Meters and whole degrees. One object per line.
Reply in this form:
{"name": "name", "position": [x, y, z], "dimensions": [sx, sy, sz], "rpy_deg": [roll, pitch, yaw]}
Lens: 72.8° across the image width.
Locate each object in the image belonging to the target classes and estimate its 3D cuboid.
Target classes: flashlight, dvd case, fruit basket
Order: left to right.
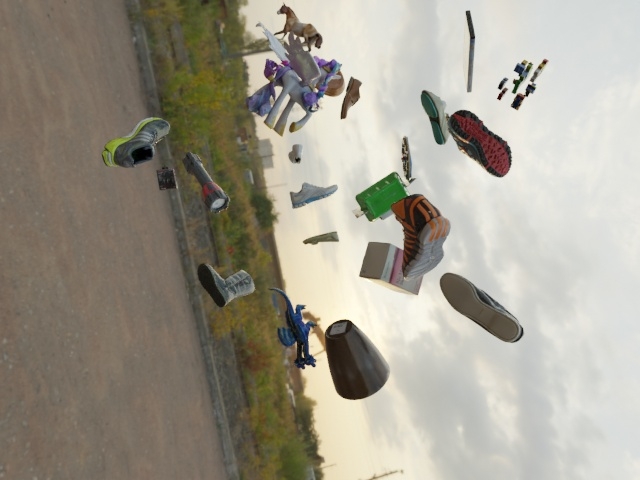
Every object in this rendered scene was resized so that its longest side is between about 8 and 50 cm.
{"name": "flashlight", "position": [-0.506, -0.252, 1.895], "dimensions": [0.304, 0.103, 0.103], "rpy_deg": [51, 18, 29]}
{"name": "fruit basket", "position": [0.303, -0.205, 2.106], "dimensions": [0.165, 0.327, 0.353], "rpy_deg": [57, 4, -2]}
{"name": "dvd case", "position": [0.591, -0.749, 1.730], "dimensions": [0.253, 0.022, 0.180], "rpy_deg": [66, 24, -54]}

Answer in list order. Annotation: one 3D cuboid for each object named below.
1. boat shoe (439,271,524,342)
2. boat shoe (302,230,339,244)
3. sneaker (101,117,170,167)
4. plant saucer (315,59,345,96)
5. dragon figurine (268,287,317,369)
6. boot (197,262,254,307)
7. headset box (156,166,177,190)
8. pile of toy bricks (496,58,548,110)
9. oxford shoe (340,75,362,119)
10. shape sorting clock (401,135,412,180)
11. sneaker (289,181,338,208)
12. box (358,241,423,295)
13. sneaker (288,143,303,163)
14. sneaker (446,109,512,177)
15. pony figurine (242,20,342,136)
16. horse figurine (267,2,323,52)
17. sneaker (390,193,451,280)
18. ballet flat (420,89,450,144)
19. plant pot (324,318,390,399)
{"name": "boat shoe", "position": [0.557, 0.236, 1.517], "dimensions": [0.095, 0.112, 0.335], "rpy_deg": [21, 17, -49]}
{"name": "boat shoe", "position": [0.001, 0.000, 1.795], "dimensions": [0.056, 0.152, 0.048], "rpy_deg": [-51, 127, -82]}
{"name": "sneaker", "position": [-0.640, -0.346, 1.583], "dimensions": [0.111, 0.121, 0.300], "rpy_deg": [97, 19, -47]}
{"name": "plant saucer", "position": [0.035, -0.767, 2.033], "dimensions": [0.037, 0.199, 0.200], "rpy_deg": [-34, -115, 54]}
{"name": "dragon figurine", "position": [-0.083, 0.285, 1.395], "dimensions": [0.144, 0.085, 0.289], "rpy_deg": [-74, 144, -57]}
{"name": "boot", "position": [-0.348, 0.144, 1.633], "dimensions": [0.190, 0.076, 0.208], "rpy_deg": [63, 30, -4]}
{"name": "headset box", "position": [-0.568, -0.230, 1.607], "dimensions": [0.032, 0.062, 0.083], "rpy_deg": [-167, -111, -81]}
{"name": "pile of toy bricks", "position": [0.710, -0.567, 1.518], "dimensions": [0.118, 0.105, 0.212], "rpy_deg": [37, -15, 16]}
{"name": "oxford shoe", "position": [0.140, -0.640, 1.968], "dimensions": [0.076, 0.076, 0.212], "rpy_deg": [149, -40, -80]}
{"name": "shape sorting clock", "position": [0.393, -0.380, 2.004], "dimensions": [0.206, 0.040, 0.206], "rpy_deg": [-7, 90, -82]}
{"name": "sneaker", "position": [-0.028, -0.186, 1.629], "dimensions": [0.071, 0.190, 0.083], "rpy_deg": [-132, -158, -79]}
{"name": "box", "position": [0.288, 0.112, 1.715], "dimensions": [0.126, 0.232, 0.149], "rpy_deg": [3, -107, 53]}
{"name": "sneaker", "position": [-0.101, -0.335, 1.754], "dimensions": [0.152, 0.053, 0.061], "rpy_deg": [132, -42, -76]}
{"name": "sneaker", "position": [0.506, -0.310, 1.392], "dimensions": [0.262, 0.104, 0.125], "rpy_deg": [48, 3, -6]}
{"name": "pony figurine", "position": [-0.110, -0.587, 1.592], "dimensions": [0.351, 0.363, 0.303], "rpy_deg": [30, 14, -50]}
{"name": "horse figurine", "position": [-0.089, -0.845, 1.769], "dimensions": [0.174, 0.263, 0.066], "rpy_deg": [-57, 168, -18]}
{"name": "sneaker", "position": [0.289, -0.021, 1.320], "dimensions": [0.321, 0.124, 0.180], "rpy_deg": [97, -30, -52]}
{"name": "ballet flat", "position": [0.445, -0.476, 1.638], "dimensions": [0.248, 0.086, 0.086], "rpy_deg": [58, 8, -41]}
{"name": "plant pot", "position": [0.106, 0.400, 1.537], "dimensions": [0.231, 0.215, 0.215], "rpy_deg": [65, -3, -21]}
